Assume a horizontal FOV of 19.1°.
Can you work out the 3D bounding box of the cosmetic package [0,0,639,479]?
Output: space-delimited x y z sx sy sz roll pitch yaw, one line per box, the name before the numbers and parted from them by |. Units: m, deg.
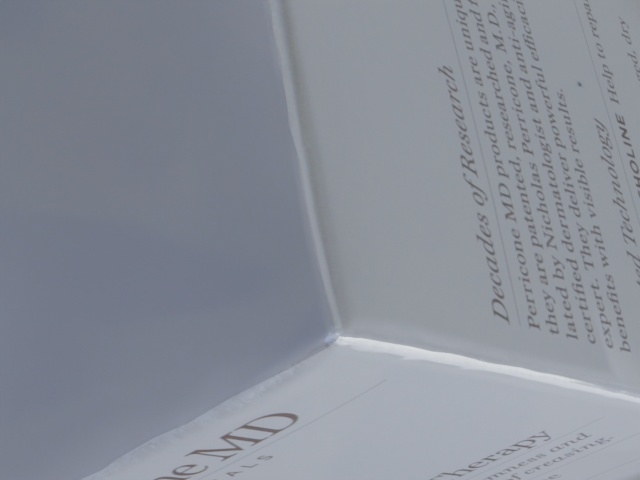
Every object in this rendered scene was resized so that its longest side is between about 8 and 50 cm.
cosmetic package | 0.000 0.000 1.144 0.329 0.327 0.393 -30 151 36
